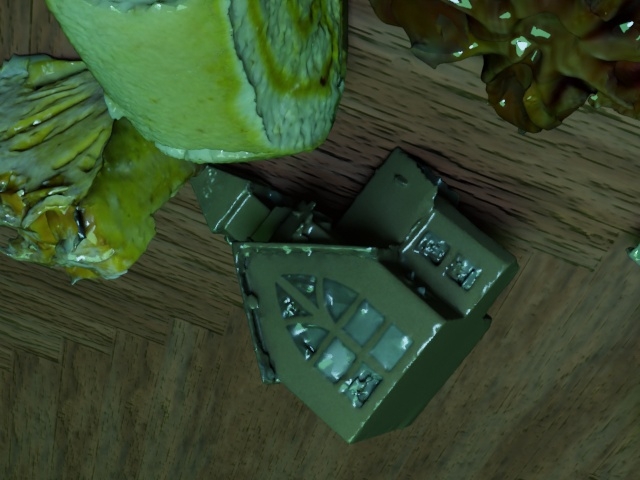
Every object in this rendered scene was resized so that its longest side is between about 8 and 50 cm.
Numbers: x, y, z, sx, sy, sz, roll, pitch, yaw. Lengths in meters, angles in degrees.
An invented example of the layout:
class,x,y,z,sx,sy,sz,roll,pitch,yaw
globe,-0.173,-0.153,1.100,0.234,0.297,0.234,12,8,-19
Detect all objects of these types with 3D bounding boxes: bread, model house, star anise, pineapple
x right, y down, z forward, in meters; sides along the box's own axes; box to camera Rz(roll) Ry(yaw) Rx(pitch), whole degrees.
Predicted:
class,x,y,z,sx,sy,sz,roll,pitch,yaw
bread,-0.065,-0.141,0.676,0.124,0.186,0.257,-1,143,18
model house,0.000,0.000,0.859,0.248,0.181,0.176,40,100,16
star anise,0.163,-0.135,0.626,0.346,0.148,0.237,-2,157,21
pineapple,-0.158,-0.058,0.840,0.236,0.186,0.114,44,170,50

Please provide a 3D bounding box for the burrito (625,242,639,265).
class,x,y,z,sx,sy,sz,roll,pitch,yaw
burrito,0.273,-0.005,0.736,0.089,0.144,0.229,1,149,-14
